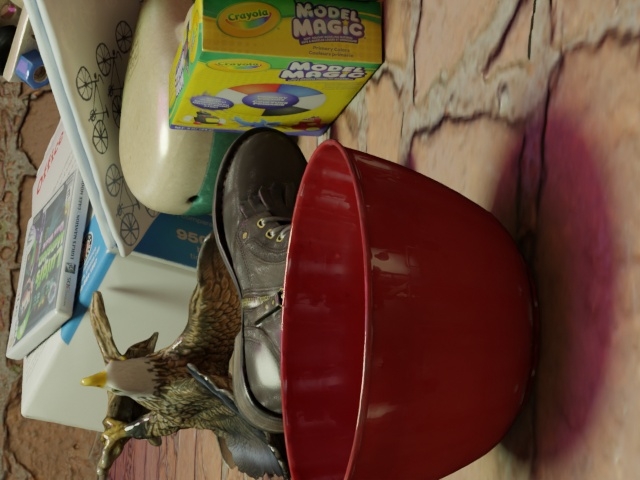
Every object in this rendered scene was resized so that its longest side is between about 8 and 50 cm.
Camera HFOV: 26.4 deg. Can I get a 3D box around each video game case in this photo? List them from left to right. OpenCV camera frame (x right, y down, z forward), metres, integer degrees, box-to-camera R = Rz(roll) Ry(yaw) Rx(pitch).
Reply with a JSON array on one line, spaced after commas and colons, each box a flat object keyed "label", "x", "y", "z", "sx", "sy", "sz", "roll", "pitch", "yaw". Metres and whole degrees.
[{"label": "video game case", "x": -0.301, "y": 0.027, "z": 1.507, "sx": 0.190, "sy": 0.022, "sz": 0.173, "roll": -34, "pitch": 47, "yaw": 56}]

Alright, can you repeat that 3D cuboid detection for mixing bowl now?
[{"label": "mixing bowl", "x": 0.045, "y": 0.043, "z": 0.660, "sx": 0.181, "sy": 0.098, "sz": 0.181, "roll": -178, "pitch": 90, "yaw": -78}]

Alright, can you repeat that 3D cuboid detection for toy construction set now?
[{"label": "toy construction set", "x": -0.258, "y": -0.288, "z": 1.490, "sx": 0.237, "sy": 0.257, "sz": 0.309, "roll": 102, "pitch": 154, "yaw": -42}]

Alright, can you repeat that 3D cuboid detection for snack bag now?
[{"label": "snack bag", "x": -0.179, "y": -0.206, "z": 1.391, "sx": 0.342, "sy": 0.037, "sz": 0.323, "roll": -60, "pitch": -37, "yaw": -52}]

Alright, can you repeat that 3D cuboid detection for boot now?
[{"label": "boot", "x": 0.000, "y": 0.000, "z": 0.946, "sx": 0.229, "sy": 0.091, "sz": 0.263, "roll": 129, "pitch": 139, "yaw": -60}]

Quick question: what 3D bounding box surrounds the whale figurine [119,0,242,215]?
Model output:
[{"label": "whale figurine", "x": -0.107, "y": -0.153, "z": 1.273, "sx": 0.216, "sy": 0.141, "sz": 0.272, "roll": 126, "pitch": 144, "yaw": -53}]

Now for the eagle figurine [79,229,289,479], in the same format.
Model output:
[{"label": "eagle figurine", "x": -0.110, "y": 0.118, "z": 1.251, "sx": 0.298, "sy": 0.225, "sz": 0.226, "roll": -30, "pitch": 98, "yaw": 41}]

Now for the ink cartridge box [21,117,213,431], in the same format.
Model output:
[{"label": "ink cartridge box", "x": -0.228, "y": -0.014, "z": 1.611, "sx": 0.285, "sy": 0.166, "sz": 0.395, "roll": -57, "pitch": 29, "yaw": 36}]

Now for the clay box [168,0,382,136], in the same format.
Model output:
[{"label": "clay box", "x": -0.036, "y": -0.130, "z": 0.994, "sx": 0.222, "sy": 0.127, "sz": 0.053, "roll": 140, "pitch": 131, "yaw": -74}]
